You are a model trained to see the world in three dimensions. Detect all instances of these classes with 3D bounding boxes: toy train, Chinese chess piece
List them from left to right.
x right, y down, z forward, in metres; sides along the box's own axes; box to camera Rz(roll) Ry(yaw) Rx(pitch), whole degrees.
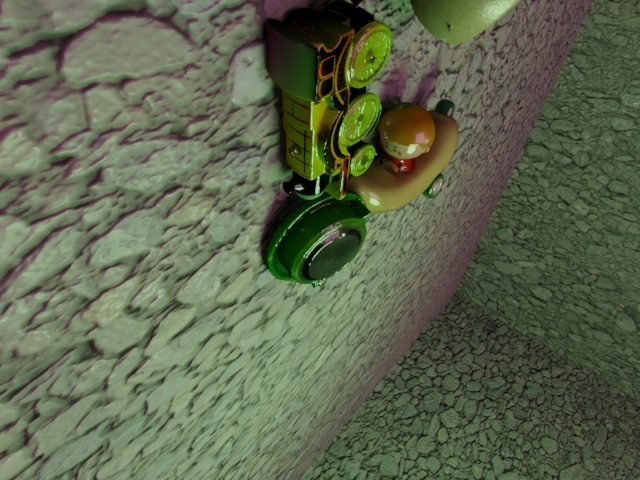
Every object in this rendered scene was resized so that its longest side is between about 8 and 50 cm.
[{"bbox_3d":[0.008,-0.175,0.644,0.160,0.100,0.296,-36,149,-27],"label":"toy train"},{"bbox_3d":[0.249,-0.408,0.665,0.273,0.102,0.273,-45,-164,16],"label":"Chinese chess piece"}]

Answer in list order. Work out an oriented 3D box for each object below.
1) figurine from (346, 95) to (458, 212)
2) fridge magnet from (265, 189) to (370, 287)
[{"bbox_3d":[0.166,-0.170,0.926,0.324,0.124,0.222,-34,147,-36],"label":"figurine"},{"bbox_3d":[0.000,0.000,0.823,0.208,0.088,0.208,-27,148,-19],"label":"fridge magnet"}]
